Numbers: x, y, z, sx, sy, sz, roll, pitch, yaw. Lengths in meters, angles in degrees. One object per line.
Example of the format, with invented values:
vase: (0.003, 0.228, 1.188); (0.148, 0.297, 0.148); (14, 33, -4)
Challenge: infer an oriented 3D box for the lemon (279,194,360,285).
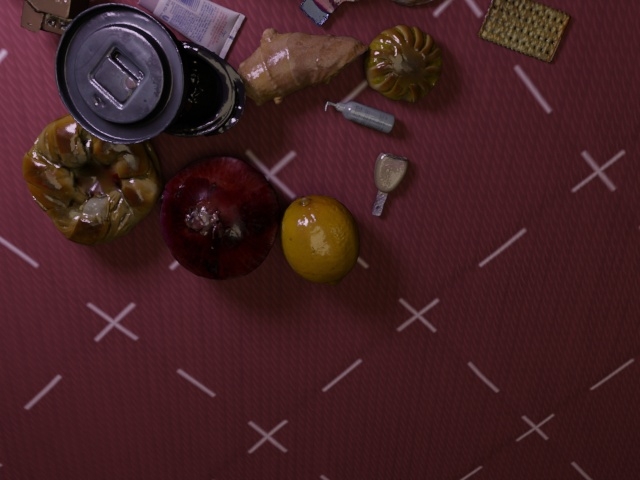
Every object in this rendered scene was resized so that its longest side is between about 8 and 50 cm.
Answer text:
lemon: (-0.001, -0.004, 1.613); (0.236, 0.236, 0.263); (4, 125, -7)

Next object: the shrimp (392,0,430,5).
shrimp: (0.298, -0.700, 1.428); (0.317, 0.077, 0.168); (-13, 124, 5)

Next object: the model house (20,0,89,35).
model house: (-0.688, -0.587, 1.316); (0.248, 0.181, 0.176); (16, 111, -12)

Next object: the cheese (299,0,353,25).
cheese: (0.053, -0.656, 1.423); (0.155, 0.062, 0.244); (39, 111, -16)

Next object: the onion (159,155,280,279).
onion: (-0.280, -0.057, 1.534); (0.348, 0.285, 0.347); (1, 96, 5)

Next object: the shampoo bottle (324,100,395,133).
shampoo bottle: (0.108, -0.352, 1.564); (0.195, 0.056, 0.056); (17, 111, -13)

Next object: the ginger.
ginger: (-0.047, -0.461, 1.469); (0.354, 0.126, 0.189); (-10, 104, -4)

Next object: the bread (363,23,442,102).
bread: (0.223, -0.468, 1.501); (0.214, 0.104, 0.213); (-2, 111, -4)

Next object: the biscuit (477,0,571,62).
biscuit: (0.552, -0.582, 1.528); (0.232, 0.016, 0.139); (14, 112, -12)

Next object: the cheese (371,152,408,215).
cheese: (0.191, -0.162, 1.665); (0.097, 0.037, 0.192); (13, 111, -10)

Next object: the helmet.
helmet: (-0.325, -0.386, 1.448); (0.279, 0.160, 0.230); (9, 107, -5)

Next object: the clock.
clock: (-0.467, -0.389, 1.342); (0.319, 0.066, 0.318); (2, 105, 6)

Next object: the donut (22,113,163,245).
donut: (-0.603, -0.166, 1.518); (0.361, 0.170, 0.360); (-1, 112, -3)

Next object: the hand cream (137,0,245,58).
hand cream: (-0.326, -0.571, 1.424); (0.248, 0.083, 0.133); (25, 110, -27)
